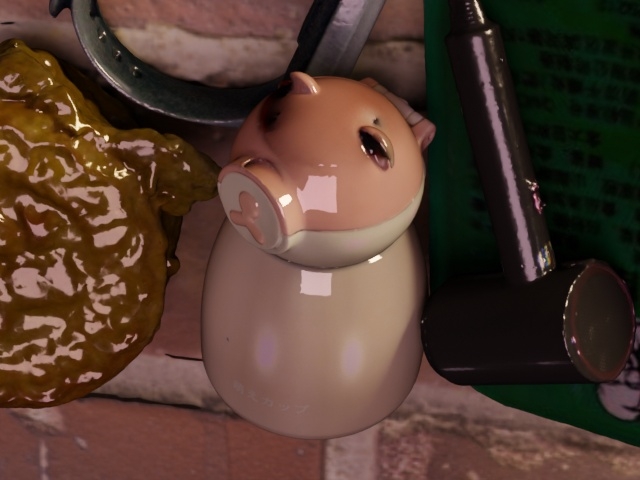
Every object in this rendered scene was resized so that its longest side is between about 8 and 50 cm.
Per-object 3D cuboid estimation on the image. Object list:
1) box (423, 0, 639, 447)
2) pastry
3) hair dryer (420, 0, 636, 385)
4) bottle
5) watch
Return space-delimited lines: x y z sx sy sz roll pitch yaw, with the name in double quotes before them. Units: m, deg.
"box" 0.199 -0.040 0.901 0.264 0.106 0.337 16 124 32
"pastry" -0.209 -0.018 0.983 0.240 0.132 0.235 25 109 -15
"hair dryer" 0.096 -0.031 0.875 0.114 0.070 0.248 -7 105 41
"bottle" 0.000 0.000 0.917 0.147 0.148 0.236 7 136 2
"watch" -0.056 -0.168 0.914 0.193 0.068 0.206 23 120 -7
